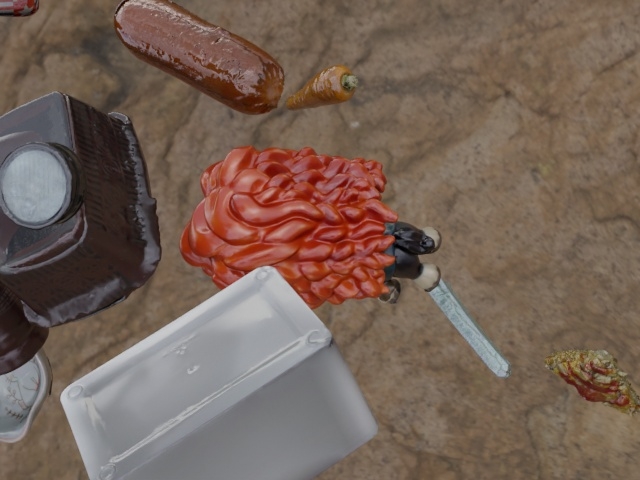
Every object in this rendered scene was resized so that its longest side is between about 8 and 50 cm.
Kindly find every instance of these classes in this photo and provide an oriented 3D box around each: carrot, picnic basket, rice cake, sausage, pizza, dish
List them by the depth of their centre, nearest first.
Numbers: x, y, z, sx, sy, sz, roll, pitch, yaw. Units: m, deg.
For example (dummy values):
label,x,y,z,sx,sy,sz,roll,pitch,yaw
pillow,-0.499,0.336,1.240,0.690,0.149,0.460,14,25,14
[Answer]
label,x,y,z,sx,sy,sz,roll,pitch,yaw
picnic basket,-0.337,-0.053,1.139,0.223,0.129,0.296,-23,61,12
sausage,-0.188,-0.279,1.293,0.330,0.102,0.102,31,91,28
carrot,-0.013,-0.247,1.478,0.257,0.061,0.061,-1,70,62
pizza,0.478,0.240,1.543,0.188,0.199,0.062,27,72,23
dish,-0.540,0.243,1.560,0.230,0.081,0.229,-3,84,29
rice cake,0.277,0.164,1.619,0.038,0.124,0.211,-39,75,8

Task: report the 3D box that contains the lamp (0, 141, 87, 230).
label,x,y,z,sx,sy,sz,roll,pitch,yaw
lamp,-0.345,-0.013,0.768,0.371,0.108,0.130,-24,83,18

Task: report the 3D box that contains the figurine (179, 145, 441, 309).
label,x,y,z,sx,sy,sz,roll,pitch,yaw
figurine,0.000,0.001,1.297,0.306,0.412,0.241,11,83,27

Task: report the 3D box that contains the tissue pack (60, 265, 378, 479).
label,x,y,z,sx,sy,sz,roll,pitch,yaw
tissue pack,-0.098,0.163,0.847,0.246,0.136,0.159,-32,37,-9

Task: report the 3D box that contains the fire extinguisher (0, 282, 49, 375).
label,x,y,z,sx,sy,sz,roll,pitch,yaw
fire extinguisher,-0.512,0.026,1.222,0.114,0.337,0.135,-18,32,17

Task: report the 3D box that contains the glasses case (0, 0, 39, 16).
label,x,y,z,sx,sy,sz,roll,pitch,yaw
glasses case,-0.386,-0.255,0.888,0.073,0.195,0.049,32,122,58
